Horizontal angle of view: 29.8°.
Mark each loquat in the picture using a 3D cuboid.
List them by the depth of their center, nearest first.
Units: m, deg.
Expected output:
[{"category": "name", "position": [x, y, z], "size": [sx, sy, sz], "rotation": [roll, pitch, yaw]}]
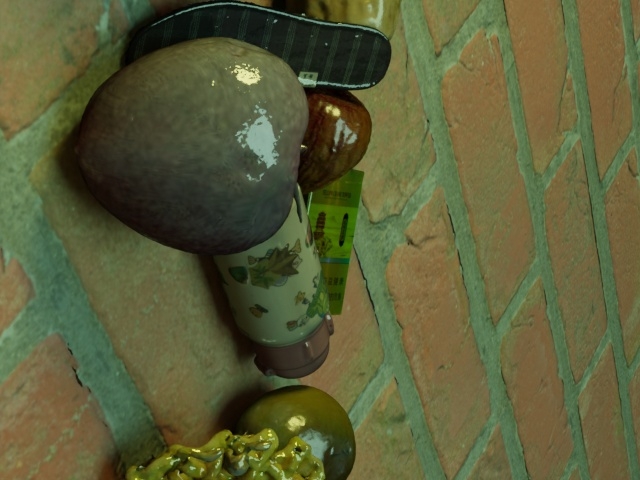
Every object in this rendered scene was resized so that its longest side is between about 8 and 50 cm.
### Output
[{"category": "loquat", "position": [-0.029, 0.252, 1.468], "size": [0.195, 0.152, 0.152], "rotation": [5, 95, -46]}]

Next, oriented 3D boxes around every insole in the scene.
[{"category": "insole", "position": [-0.058, -0.196, 1.273], "size": [0.309, 0.012, 0.110], "rotation": [0, 115, -31]}]

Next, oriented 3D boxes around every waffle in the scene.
[{"category": "waffle", "position": [-0.123, 0.327, 1.325], "size": [0.280, 0.060, 0.262], "rotation": [-11, 118, -21]}]

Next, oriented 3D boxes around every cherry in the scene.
[{"category": "cherry", "position": [-0.111, -0.093, 1.179], "size": [0.266, 0.183, 0.213], "rotation": [2, 103, -30]}]

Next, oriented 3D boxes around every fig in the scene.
[{"category": "fig", "position": [-0.020, -0.092, 1.406], "size": [0.146, 0.133, 0.201], "rotation": [-76, -177, -64]}]

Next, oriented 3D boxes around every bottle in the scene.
[{"category": "bottle", "position": [-0.052, 0.050, 1.392], "size": [0.120, 0.120, 0.253], "rotation": [-50, 138, -37]}]

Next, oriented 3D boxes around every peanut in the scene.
[{"category": "peanut", "position": [0.028, -0.344, 1.383], "size": [0.159, 0.143, 0.291], "rotation": [-89, 177, -80]}]

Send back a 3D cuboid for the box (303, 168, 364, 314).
[{"category": "box", "position": [0.000, 0.000, 1.538], "size": [0.121, 0.030, 0.193], "rotation": [4, 96, -57]}]
